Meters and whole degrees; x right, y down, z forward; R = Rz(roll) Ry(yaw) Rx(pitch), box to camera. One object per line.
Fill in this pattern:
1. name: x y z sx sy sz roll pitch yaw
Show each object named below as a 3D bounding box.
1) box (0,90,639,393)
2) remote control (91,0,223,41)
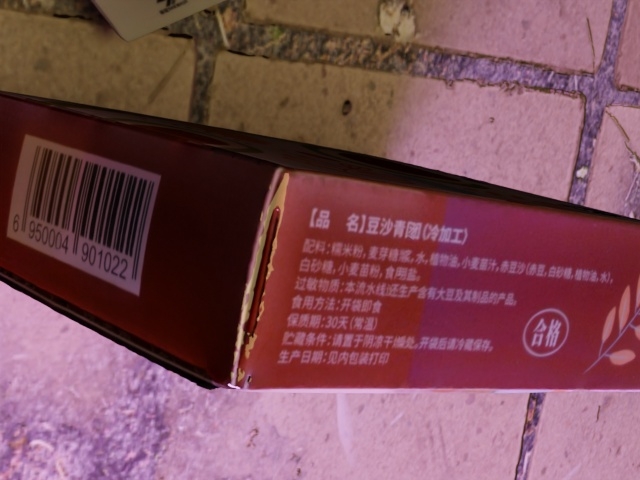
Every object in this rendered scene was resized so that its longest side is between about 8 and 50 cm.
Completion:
1. box: 0.000 0.000 0.822 0.385 0.344 0.122 6 98 -42
2. remote control: -0.159 -0.256 0.767 0.277 0.103 0.055 53 29 -37
